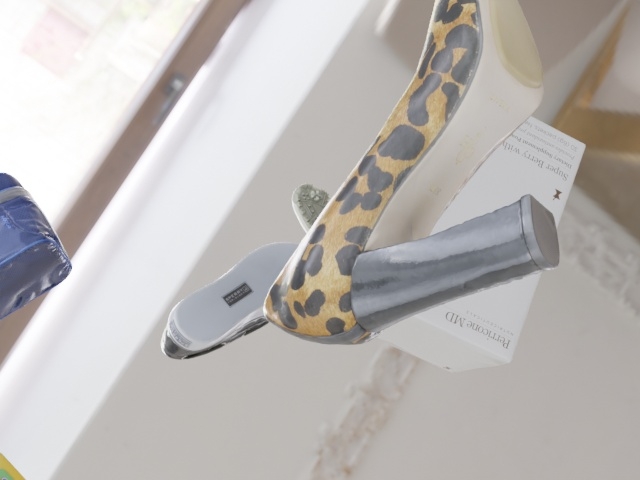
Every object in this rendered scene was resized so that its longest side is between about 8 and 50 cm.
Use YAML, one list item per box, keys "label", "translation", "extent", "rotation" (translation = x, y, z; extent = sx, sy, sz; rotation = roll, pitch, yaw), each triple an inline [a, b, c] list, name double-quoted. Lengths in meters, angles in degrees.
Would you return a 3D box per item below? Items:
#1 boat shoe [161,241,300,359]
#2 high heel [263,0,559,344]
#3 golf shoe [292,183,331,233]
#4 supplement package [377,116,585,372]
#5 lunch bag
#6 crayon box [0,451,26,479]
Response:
- label: "boat shoe"
  translation: [-0.089, 0.074, 1.397]
  extent: [0.080, 0.228, 0.076]
  rotation: [51, 138, 7]
- label: "high heel"
  translation: [0.042, -0.065, 0.755]
  extent: [0.186, 0.261, 0.093]
  rotation: [-20, 140, 27]
- label: "golf shoe"
  translation: [0.000, 0.000, 1.669]
  extent: [0.086, 0.069, 0.176]
  rotation: [-11, 126, 40]
- label: "supplement package"
  translation: [0.171, -0.008, 1.508]
  extent: [0.177, 0.293, 0.175]
  rotation: [25, 163, -12]
- label: "lunch bag"
  translation: [-0.206, 0.009, 0.728]
  extent: [0.065, 0.098, 0.067]
  rotation: [53, 168, 21]
- label: "crayon box"
  translation: [-0.383, 0.389, 1.403]
  extent: [0.165, 0.081, 0.278]
  rotation: [53, -162, -16]
